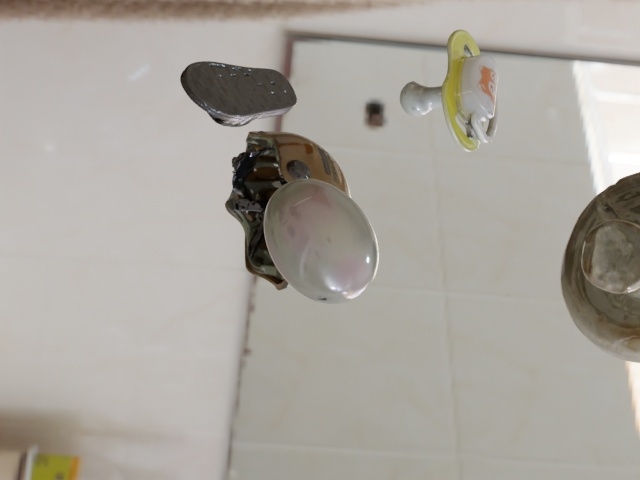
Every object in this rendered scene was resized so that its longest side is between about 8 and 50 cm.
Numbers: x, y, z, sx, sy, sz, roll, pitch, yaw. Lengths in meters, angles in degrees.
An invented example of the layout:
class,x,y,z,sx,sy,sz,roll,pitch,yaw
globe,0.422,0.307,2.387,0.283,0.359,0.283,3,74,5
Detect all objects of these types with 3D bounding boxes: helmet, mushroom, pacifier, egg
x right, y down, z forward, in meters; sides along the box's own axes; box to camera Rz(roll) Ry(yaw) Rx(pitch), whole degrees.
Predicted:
class,x,y,z,sx,sy,sz,roll,pitch,yaw
helmet,-0.030,-0.046,1.743,0.224,0.130,0.198,60,-32,35
mushroom,0.388,0.023,1.562,0.243,0.243,0.244,-175,-90,-84
pacifier,0.084,-0.093,0.850,0.068,0.064,0.083,46,46,-50
egg,0.000,0.000,1.294,0.135,0.103,0.103,55,-15,9

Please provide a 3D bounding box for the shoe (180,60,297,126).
class,x,y,z,sx,sy,sz,roll,pitch,yaw
shoe,-0.095,-0.152,1.420,0.049,0.179,0.071,-37,-105,31
